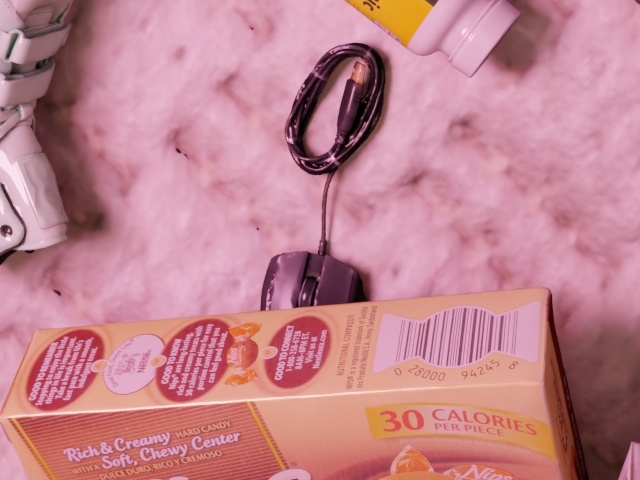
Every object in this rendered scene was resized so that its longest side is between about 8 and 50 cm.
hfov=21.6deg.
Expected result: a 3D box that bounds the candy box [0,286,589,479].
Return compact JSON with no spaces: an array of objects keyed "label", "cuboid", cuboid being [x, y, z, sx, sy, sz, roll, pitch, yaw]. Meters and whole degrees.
[{"label":"candy box","cuboid":[-0.008,0.133,0.990,0.316,0.087,0.183,-5,126,15]}]

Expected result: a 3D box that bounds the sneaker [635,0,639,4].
[{"label":"sneaker","cuboid":[0.186,-0.200,0.918,0.053,0.059,0.144,-11,120,-15]}]

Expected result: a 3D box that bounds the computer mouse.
[{"label":"computer mouse","cuboid":[0.000,0.000,1.013,0.071,0.041,0.242,10,105,12]}]

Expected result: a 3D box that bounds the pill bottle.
[{"label":"pill bottle","cuboid":[0.054,-0.146,0.953,0.116,0.065,0.065,38,109,2]}]

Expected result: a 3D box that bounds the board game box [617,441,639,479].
[{"label":"board game box","cuboid":[0.292,0.227,0.920,0.305,0.053,0.193,13,127,1]}]

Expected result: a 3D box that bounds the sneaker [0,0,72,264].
[{"label":"sneaker","cuboid":[-0.172,-0.082,1.006,0.151,0.094,0.256,50,119,5]}]
